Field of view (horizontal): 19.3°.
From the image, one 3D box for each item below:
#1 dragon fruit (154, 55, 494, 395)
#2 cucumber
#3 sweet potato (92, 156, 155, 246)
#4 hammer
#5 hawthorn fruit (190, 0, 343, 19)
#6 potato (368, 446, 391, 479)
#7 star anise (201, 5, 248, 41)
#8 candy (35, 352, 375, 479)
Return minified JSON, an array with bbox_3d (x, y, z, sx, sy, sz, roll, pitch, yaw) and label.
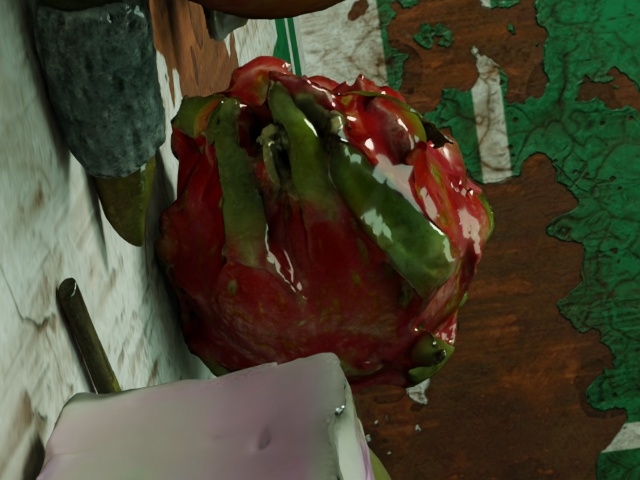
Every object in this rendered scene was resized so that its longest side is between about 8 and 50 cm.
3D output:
[{"bbox_3d":[0.000,-0.011,1.341,0.303,0.231,0.237,57,35,-56],"label":"dragon fruit"},{"bbox_3d":[-0.116,-0.087,1.002,0.064,0.064,0.112,-93,177,-52],"label":"cucumber"},{"bbox_3d":[-0.120,-0.066,1.081,0.041,0.038,0.153,-135,-151,-57],"label":"sweet potato"},{"bbox_3d":[-0.114,0.086,1.021,0.182,0.017,0.062,75,8,-48],"label":"hammer"},{"bbox_3d":[-0.016,-0.274,0.948,0.276,0.307,0.276,36,27,-22],"label":"hawthorn fruit"},{"bbox_3d":[-0.023,0.190,1.114,0.178,0.160,0.235,54,8,11],"label":"potato"},{"bbox_3d":[-0.059,-0.329,1.532,0.331,0.117,0.332,180,-90,-68],"label":"star anise"},{"bbox_3d":[-0.050,0.162,0.781,0.265,0.155,0.116,-91,167,-61],"label":"candy"}]
